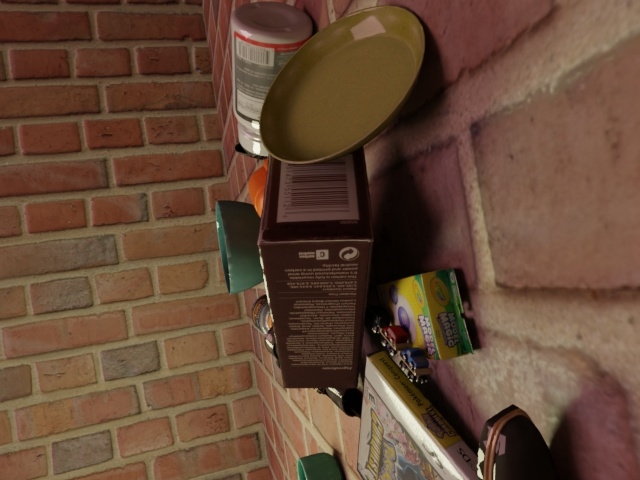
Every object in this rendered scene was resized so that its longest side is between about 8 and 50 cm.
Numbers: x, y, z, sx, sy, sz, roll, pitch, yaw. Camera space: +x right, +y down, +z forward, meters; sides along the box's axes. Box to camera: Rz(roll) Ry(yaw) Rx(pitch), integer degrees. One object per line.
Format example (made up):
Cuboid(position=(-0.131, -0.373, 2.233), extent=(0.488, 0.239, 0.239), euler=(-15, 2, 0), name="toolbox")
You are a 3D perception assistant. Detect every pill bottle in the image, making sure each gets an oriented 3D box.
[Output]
Cuboid(position=(-0.131, 0.232, 1.380), extent=(0.245, 0.130, 0.131), euler=(170, 92, -73), name="pill bottle")
Cuboid(position=(-0.109, -0.337, 0.977), extent=(0.283, 0.161, 0.161), euler=(100, 156, -48), name="pill bottle")

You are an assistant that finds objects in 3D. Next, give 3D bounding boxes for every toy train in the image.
Cuboid(position=(0.099, 0.128, 0.587), extent=(0.158, 0.027, 0.036), euler=(-130, 44, -62), name="toy train")

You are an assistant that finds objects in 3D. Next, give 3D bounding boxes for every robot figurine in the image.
Cuboid(position=(-0.111, -0.113, 1.156), extent=(0.158, 0.128, 0.219), euler=(-61, 30, 19), name="robot figurine")

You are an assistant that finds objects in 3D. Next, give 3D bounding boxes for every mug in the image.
Cuboid(position=(0.008, 0.619, 1.144), extent=(0.158, 0.097, 0.130), euler=(-116, 24, -44), name="mug")

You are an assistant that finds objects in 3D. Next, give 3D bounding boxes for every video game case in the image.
Cuboid(position=(0.132, 0.332, 0.629), extent=(0.248, 0.035, 0.275), euler=(45, 141, 50), name="video game case")

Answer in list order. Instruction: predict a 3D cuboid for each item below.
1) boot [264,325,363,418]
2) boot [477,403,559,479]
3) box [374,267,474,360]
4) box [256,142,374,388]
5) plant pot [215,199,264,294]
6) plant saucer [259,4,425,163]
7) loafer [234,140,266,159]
Cuboid(position=(0.004, 0.284, 0.932), extent=(0.228, 0.091, 0.263), euler=(33, 166, 31), name="boot")
Cuboid(position=(0.207, 0.242, 0.356), extent=(0.137, 0.076, 0.198), euler=(4, 115, 69), name="boot")
Cuboid(position=(0.129, 0.097, 0.586), extent=(0.179, 0.043, 0.105), euler=(144, 116, -70), name="box")
Cuboid(position=(-0.003, 0.058, 0.698), extent=(0.382, 0.142, 0.191), euler=(86, -178, -47), name="box")
Cuboid(position=(-0.209, 0.010, 1.421), extent=(0.290, 0.195, 0.291), euler=(172, 90, -74), name="plant pot")
Cuboid(position=(0.026, -0.191, 0.578), extent=(0.037, 0.240, 0.241), euler=(37, -157, -46), name="plant saucer")
Cuboid(position=(-0.242, -0.323, 1.573), extent=(0.267, 0.084, 0.096), euler=(-160, 64, -72), name="loafer")
